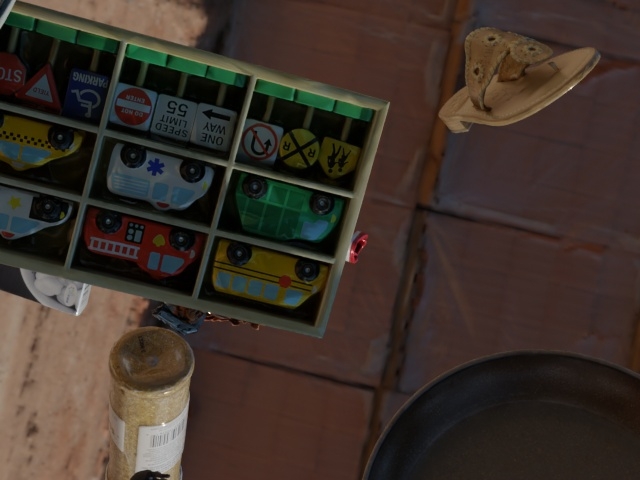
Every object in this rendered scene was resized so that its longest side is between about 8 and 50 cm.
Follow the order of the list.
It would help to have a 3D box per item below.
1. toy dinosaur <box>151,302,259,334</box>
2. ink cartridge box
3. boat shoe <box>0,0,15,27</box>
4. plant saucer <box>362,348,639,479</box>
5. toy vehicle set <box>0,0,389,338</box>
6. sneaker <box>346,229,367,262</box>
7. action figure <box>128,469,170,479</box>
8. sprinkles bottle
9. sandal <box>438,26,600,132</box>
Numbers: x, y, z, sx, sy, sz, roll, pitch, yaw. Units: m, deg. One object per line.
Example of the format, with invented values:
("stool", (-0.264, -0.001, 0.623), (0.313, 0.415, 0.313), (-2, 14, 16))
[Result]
("toy dinosaur", (-0.138, 0.025, 1.277), (0.322, 0.164, 0.218), (61, 34, -60))
("ink cartridge box", (-0.368, -0.033, 1.256), (0.045, 0.208, 0.206), (-70, 179, -68))
("boat shoe", (-0.205, -0.141, 0.540), (0.335, 0.121, 0.119), (-60, 177, -7))
("plant saucer", (0.181, 0.230, 0.781), (0.050, 0.311, 0.310), (93, 14, -58))
("toy vehicle set", (-0.105, -0.047, 0.674), (0.035, 0.267, 0.166), (-122, -134, -80))
("sneaker", (0.000, 0.000, 1.737), (0.087, 0.128, 0.221), (-66, -162, 3))
("action figure", (-0.168, 0.351, 0.952), (0.275, 0.141, 0.164), (-78, 151, -50))
("sprinkles bottle", (-0.260, 0.281, 1.537), (0.355, 0.121, 0.121), (103, 7, -45))
("sandal", (0.158, -0.160, 0.961), (0.088, 0.079, 0.240), (-47, -168, -15))
